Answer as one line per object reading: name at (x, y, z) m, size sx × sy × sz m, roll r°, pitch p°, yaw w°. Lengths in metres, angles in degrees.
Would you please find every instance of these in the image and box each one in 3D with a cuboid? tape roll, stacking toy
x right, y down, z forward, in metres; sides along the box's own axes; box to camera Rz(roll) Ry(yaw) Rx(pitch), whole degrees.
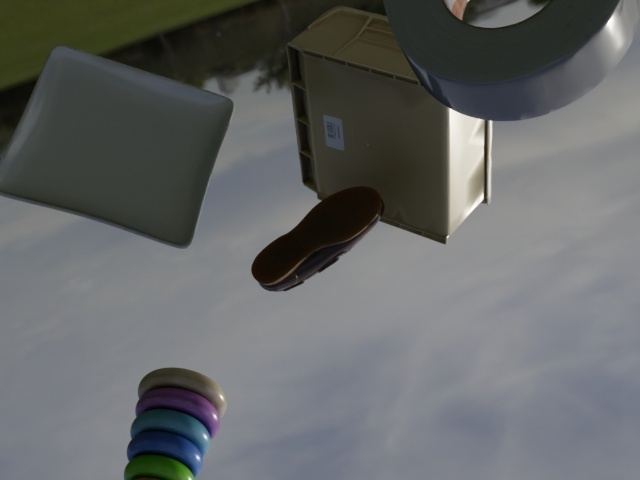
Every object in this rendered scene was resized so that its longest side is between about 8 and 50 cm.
tape roll at (0.170, -0.219, 0.957) m, size 0.219 × 0.219 × 0.072 m, roll -16°, pitch 152°, yaw 17°
stacking toy at (-0.238, 0.353, 1.570) m, size 0.141 × 0.141 × 0.330 m, roll -14°, pitch -137°, yaw 27°

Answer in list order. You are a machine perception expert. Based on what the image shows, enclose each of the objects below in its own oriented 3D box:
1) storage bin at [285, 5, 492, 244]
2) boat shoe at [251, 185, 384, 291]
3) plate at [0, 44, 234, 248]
storage bin at (0.096, -0.162, 1.495) m, size 0.260 × 0.262 × 0.123 m, roll 21°, pitch -132°, yaw 28°
boat shoe at (0.000, 0.000, 1.484) m, size 0.207 × 0.073 × 0.073 m, roll -32°, pitch 154°, yaw 6°
plate at (-0.285, -0.128, 1.510) m, size 0.045 × 0.278 × 0.277 m, roll 116°, pitch -11°, yaw -56°
